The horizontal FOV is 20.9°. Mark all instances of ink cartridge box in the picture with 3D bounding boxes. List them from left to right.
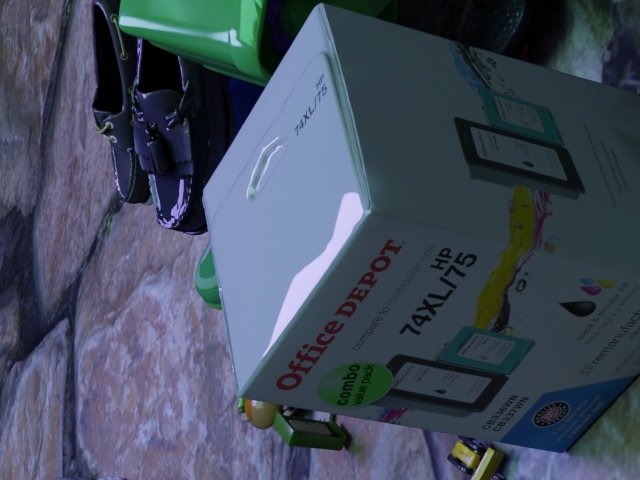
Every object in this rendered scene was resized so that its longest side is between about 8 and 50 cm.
[{"bbox_3d":[0.086,-0.002,1.200,0.198,0.270,0.197,-55,34,38],"label":"ink cartridge box"}]

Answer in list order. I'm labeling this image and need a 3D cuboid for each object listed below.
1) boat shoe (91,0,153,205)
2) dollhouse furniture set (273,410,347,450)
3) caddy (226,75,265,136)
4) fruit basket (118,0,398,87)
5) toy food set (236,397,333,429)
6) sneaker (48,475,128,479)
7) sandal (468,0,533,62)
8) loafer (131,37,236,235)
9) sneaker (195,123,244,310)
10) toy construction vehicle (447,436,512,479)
[{"bbox_3d":[-0.194,-0.138,1.713,0.081,0.068,0.228,37,130,51],"label":"boat shoe"},{"bbox_3d":[0.012,0.108,1.530,0.076,0.058,0.152,45,118,55],"label":"dollhouse furniture set"},{"bbox_3d":[-0.080,-0.219,1.735,0.341,0.179,0.241,-48,38,46],"label":"caddy"},{"bbox_3d":[0.035,-0.293,1.418,0.392,0.283,0.392,-4,81,26],"label":"fruit basket"},{"bbox_3d":[-0.041,0.116,1.665,0.192,0.038,0.132,-10,70,62],"label":"toy food set"},{"bbox_3d":[-0.248,0.358,1.898,0.100,0.108,0.271,-64,30,22],"label":"sneaker"},{"bbox_3d":[0.144,-0.147,1.422,0.179,0.040,0.067,116,160,-56],"label":"sandal"},{"bbox_3d":[-0.142,-0.156,1.603,0.109,0.095,0.303,5,94,45],"label":"loafer"},{"bbox_3d":[-0.063,-0.053,1.688,0.295,0.123,0.109,-58,33,36],"label":"sneaker"},{"bbox_3d":[0.123,0.202,1.314,0.086,0.035,0.098,-64,30,2],"label":"toy construction vehicle"}]
